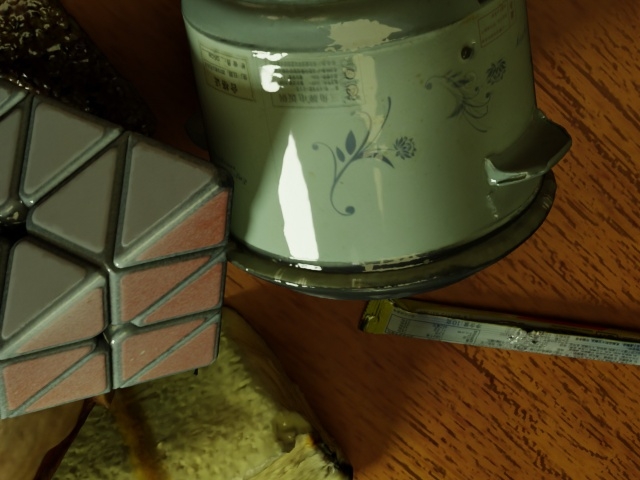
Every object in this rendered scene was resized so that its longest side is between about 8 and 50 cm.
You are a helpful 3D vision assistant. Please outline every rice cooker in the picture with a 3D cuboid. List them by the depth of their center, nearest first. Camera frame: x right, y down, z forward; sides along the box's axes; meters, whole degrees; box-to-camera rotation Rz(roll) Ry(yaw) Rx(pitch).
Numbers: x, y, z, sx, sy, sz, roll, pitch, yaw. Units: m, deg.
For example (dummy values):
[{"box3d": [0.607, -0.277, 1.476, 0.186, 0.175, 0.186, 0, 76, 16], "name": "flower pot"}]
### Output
[{"box3d": [0.036, -0.099, 1.435, 0.317, 0.264, 0.316, 14, 125, 21], "name": "rice cooker"}]

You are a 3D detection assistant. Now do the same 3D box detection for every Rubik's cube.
[{"box3d": [-0.181, 0.018, 1.422, 0.228, 0.229, 0.233, 6, 108, -3], "name": "Rubik's cube"}]

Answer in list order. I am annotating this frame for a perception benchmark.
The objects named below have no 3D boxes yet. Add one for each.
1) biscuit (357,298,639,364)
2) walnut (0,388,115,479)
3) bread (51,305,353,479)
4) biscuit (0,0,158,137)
[{"box3d": [0.179, 0.083, 1.712, 0.292, 0.026, 0.048, 9, 125, -13], "name": "biscuit"}, {"box3d": [-0.268, 0.091, 1.555, 0.203, 0.203, 0.297, 27, 90, -23], "name": "walnut"}, {"box3d": [-0.104, 0.233, 1.672, 0.263, 0.198, 0.236, -29, 130, 3], "name": "bread"}, {"box3d": [-0.241, -0.133, 1.511, 0.131, 0.026, 0.237, -34, 122, 11], "name": "biscuit"}]
